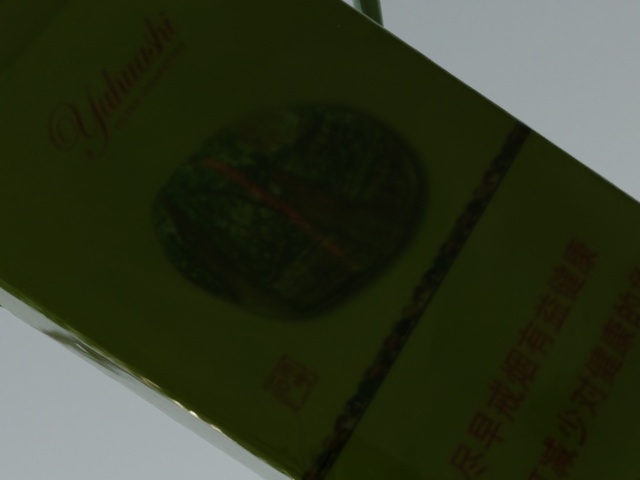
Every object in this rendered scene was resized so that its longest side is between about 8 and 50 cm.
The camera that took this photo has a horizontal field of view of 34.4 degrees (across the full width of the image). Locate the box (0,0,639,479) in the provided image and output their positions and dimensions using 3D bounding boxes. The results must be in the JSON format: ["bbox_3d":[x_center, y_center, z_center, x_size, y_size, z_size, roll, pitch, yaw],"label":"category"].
[{"bbox_3d":[0.000,0.000,0.426,0.335,0.047,0.187,34,-111,-2],"label":"box"}]

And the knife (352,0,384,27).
[{"bbox_3d":[0.042,-0.097,0.728,0.019,0.043,0.293,-6,-104,-13],"label":"knife"}]
